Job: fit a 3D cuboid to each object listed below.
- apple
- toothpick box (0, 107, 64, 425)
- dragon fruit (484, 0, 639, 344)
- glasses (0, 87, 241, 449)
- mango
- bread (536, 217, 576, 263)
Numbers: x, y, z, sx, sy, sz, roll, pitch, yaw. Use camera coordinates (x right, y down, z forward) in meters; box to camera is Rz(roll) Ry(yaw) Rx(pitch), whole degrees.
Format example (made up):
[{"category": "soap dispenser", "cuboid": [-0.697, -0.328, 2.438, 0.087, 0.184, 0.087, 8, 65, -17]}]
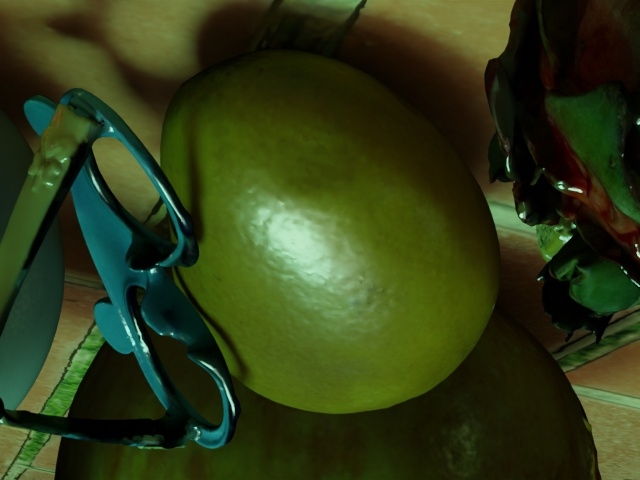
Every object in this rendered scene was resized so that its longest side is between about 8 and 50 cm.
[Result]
[{"category": "apple", "cuboid": [0.002, 0.199, 0.995, 0.400, 0.334, 0.400, 7, 159, 3]}, {"category": "toothpick box", "cuboid": [-0.298, 0.009, 0.768, 0.354, 0.263, 0.263, -10, 154, 41]}, {"category": "dragon fruit", "cuboid": [0.150, -0.053, 0.477, 0.182, 0.182, 0.188, 22, 166, -33]}, {"category": "glasses", "cuboid": [-0.107, 0.065, 0.667, 0.102, 0.207, 0.239, 5, 139, 13]}, {"category": "mango", "cuboid": [0.007, 0.002, 0.731, 0.175, 0.139, 0.254, 9, 154, 5]}, {"category": "bread", "cuboid": [0.181, -0.002, 0.755, 0.117, 0.064, 0.156, -1, 157, 29]}]
